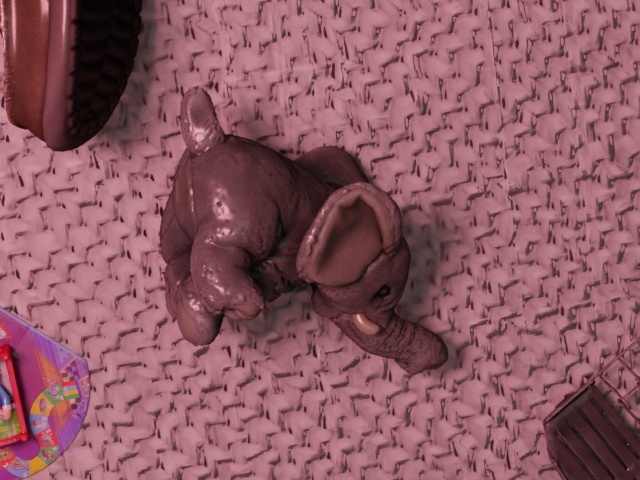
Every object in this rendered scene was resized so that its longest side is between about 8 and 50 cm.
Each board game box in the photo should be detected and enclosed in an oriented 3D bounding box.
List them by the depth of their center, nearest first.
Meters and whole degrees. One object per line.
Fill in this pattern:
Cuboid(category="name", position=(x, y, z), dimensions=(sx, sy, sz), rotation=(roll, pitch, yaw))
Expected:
Cuboid(category="board game box", position=(-0.276, 0.127, 1.295), dimensions=(0.169, 0.033, 0.133), rotation=(34, 94, -12))

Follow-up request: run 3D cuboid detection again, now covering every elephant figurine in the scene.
Cuboid(category="elephant figurine", position=(0.000, 0.000, 1.267), dimensions=(0.239, 0.186, 0.169), rotation=(-1, 57, -18))

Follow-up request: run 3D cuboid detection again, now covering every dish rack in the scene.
Cuboid(category="dish rack", position=(0.338, 0.153, 1.366), dimensions=(0.271, 0.074, 0.208), rotation=(-40, 102, 1))

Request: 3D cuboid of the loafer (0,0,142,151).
Cuboid(category="loafer", position=(-0.220, -0.250, 1.201), dimensions=(0.130, 0.134, 0.366), rotation=(-1, 91, 16))
